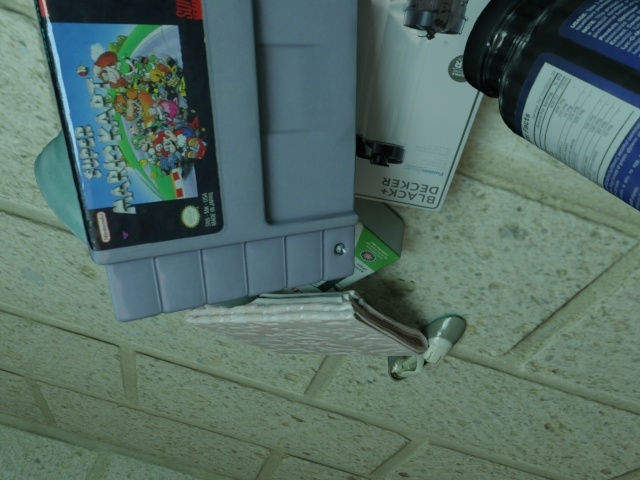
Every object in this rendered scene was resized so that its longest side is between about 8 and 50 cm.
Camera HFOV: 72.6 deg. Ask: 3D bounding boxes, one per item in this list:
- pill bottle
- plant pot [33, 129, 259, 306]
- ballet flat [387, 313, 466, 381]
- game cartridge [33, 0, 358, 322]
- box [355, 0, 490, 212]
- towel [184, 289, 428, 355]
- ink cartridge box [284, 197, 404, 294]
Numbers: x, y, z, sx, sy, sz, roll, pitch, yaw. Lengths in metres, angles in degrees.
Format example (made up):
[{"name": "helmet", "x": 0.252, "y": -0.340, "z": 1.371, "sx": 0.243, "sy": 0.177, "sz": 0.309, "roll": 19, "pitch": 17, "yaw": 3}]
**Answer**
[{"name": "pill bottle", "x": 0.218, "y": -0.112, "z": 0.324, "sx": 0.122, "sy": 0.219, "sz": 0.123, "roll": -25, "pitch": 143, "yaw": -20}, {"name": "plant pot", "x": -0.128, "y": -0.095, "z": 0.508, "sx": 0.293, "sy": 0.293, "sz": 0.196, "roll": 35, "pitch": 105, "yaw": -20}, {"name": "ballet flat", "x": 0.207, "y": 0.221, "z": 0.853, "sx": 0.072, "sy": 0.068, "sz": 0.213, "roll": 28, "pitch": 134, "yaw": -13}, {"name": "game cartridge", "x": -0.077, "y": -0.116, "z": 0.341, "sx": 0.230, "sy": 0.068, "sz": 0.355, "roll": -12, "pitch": 114, "yaw": -25}, {"name": "box", "x": 0.092, "y": -0.177, "z": 0.478, "sx": 0.169, "sy": 0.087, "sz": 0.290, "roll": 12, "pitch": 135, "yaw": 3}, {"name": "towel", "x": -0.017, "y": 0.155, "z": 0.771, "sx": 0.331, "sy": 0.054, "sz": 0.317, "roll": -6, "pitch": 154, "yaw": 30}, {"name": "ink cartridge box", "x": 0.000, "y": 0.000, "z": 0.675, "sx": 0.153, "sy": 0.087, "sz": 0.208, "roll": 38, "pitch": 132, "yaw": -22}]
